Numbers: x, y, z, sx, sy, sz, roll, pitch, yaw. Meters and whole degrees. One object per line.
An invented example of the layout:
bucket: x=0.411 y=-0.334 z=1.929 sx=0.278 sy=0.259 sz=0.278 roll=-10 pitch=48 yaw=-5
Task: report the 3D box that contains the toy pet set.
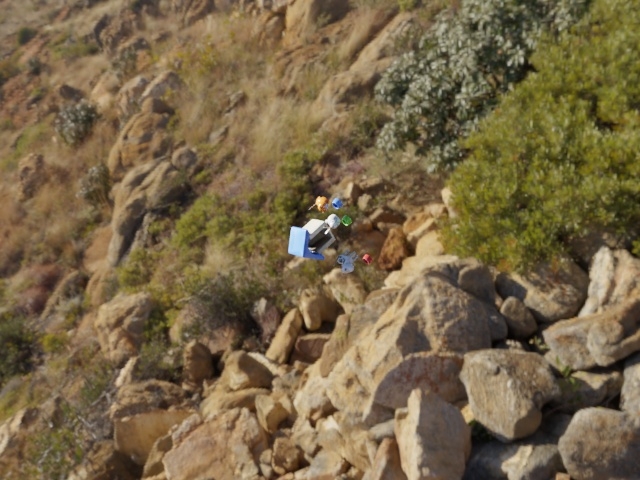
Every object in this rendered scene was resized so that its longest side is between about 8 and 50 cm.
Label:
toy pet set: x=0.000 y=0.000 z=0.825 sx=0.065 sy=0.122 sz=0.114 roll=-43 pitch=30 yaw=-22
